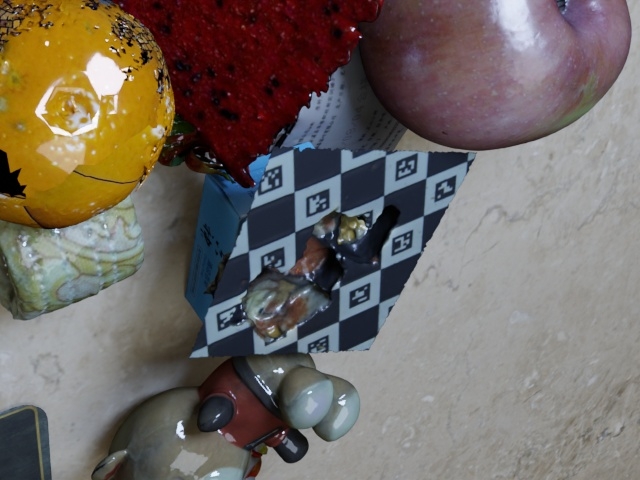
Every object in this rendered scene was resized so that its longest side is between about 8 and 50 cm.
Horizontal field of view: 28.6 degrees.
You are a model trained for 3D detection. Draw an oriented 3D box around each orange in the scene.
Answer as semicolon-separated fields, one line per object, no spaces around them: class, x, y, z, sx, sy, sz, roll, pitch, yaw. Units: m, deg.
orange;-0.251;-0.124;1.162;0.234;0.182;0.235;-5;99;-32

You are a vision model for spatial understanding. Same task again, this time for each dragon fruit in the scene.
dragon fruit;-0.110;-0.132;1.353;0.175;0.142;0.138;-15;179;-5
dragon fruit;-0.078;-0.246;1.186;0.343;0.282;0.100;-44;-173;44

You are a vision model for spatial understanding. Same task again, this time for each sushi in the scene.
sushi;0.000;0.000;1.421;0.294;0.059;0.292;2;124;-40

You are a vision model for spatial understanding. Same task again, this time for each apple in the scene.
apple;0.195;-0.238;1.395;0.305;0.235;0.306;6;81;-40

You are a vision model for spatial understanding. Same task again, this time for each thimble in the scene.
thimble;-0.274;0.001;1.312;0.143;0.137;0.190;-24;146;-23

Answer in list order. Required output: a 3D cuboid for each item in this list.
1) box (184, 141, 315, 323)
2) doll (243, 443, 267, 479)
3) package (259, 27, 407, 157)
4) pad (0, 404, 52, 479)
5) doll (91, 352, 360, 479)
box;-0.071;0.003;1.495;0.142;0.083;0.232;-20;145;-29
doll;-0.112;0.292;1.732;0.152;0.085;0.114;-58;163;-1
package;0.024;-0.140;1.509;0.203;0.062;0.251;-7;130;-35
pad;-0.479;0.325;1.461;0.375;0.063;0.315;-20;133;-28
doll;-0.124;0.228;1.576;0.330;0.174;0.235;-34;158;9
